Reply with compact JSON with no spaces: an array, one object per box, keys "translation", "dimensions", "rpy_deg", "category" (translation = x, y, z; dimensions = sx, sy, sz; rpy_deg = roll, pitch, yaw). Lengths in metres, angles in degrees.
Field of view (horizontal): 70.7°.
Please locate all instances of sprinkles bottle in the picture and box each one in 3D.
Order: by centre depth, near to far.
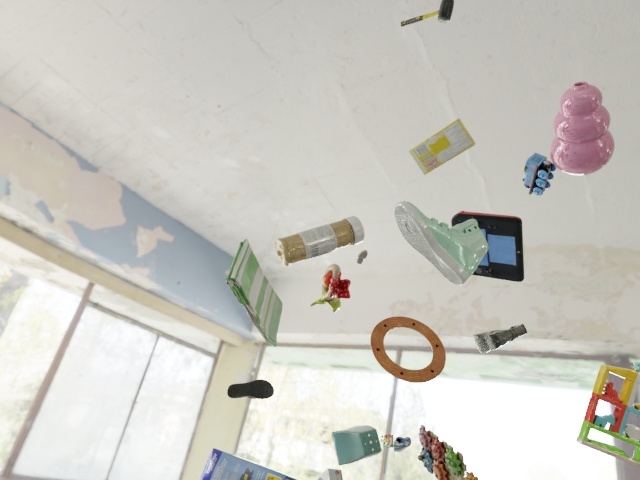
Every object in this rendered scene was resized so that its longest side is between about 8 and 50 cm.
[{"translation":[0.000,0.000,1.827],"dimensions":[0.356,0.121,0.121],"rpy_deg":[-17,-18,-21],"category":"sprinkles bottle"}]

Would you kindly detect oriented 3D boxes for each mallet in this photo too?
[{"translation":[0.315,-0.664,1.356],"dimensions":[0.039,0.062,0.190],"rpy_deg":[12,-7,-39],"category":"mallet"}]

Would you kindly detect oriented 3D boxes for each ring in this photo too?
[{"translation":[0.378,0.471,1.958],"dimensions":[0.337,0.336,0.032],"rpy_deg":[12,-48,0],"category":"ring"}]

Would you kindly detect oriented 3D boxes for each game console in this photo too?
[{"translation":[0.843,0.031,2.279],"dimensions":[0.342,0.060,0.386],"rpy_deg":[12,-49,40],"category":"game console"}]

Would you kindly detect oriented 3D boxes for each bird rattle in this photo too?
[{"translation":[0.043,0.194,1.967],"dimensions":[0.143,0.206,0.253],"rpy_deg":[6,-39,-10],"category":"bird rattle"}]

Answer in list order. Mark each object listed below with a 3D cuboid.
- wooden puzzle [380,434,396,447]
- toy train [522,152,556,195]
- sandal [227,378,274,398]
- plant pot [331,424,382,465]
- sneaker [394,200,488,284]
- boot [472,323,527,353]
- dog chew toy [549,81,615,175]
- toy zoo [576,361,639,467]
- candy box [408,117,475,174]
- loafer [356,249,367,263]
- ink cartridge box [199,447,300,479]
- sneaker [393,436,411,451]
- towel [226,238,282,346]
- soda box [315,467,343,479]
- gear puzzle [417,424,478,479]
[{"translation":[0.278,0.824,1.852],"dimensions":[0.006,0.049,0.083],"rpy_deg":[31,-38,-33],"category":"wooden puzzle"},{"translation":[0.869,-0.260,1.807],"dimensions":[0.105,0.080,0.184],"rpy_deg":[39,-20,33],"category":"toy train"},{"translation":[-0.244,0.533,1.603],"dimensions":[0.180,0.067,0.040],"rpy_deg":[-7,-32,17],"category":"sandal"},{"translation":[0.195,1.029,2.278],"dimensions":[0.166,0.165,0.234],"rpy_deg":[-2,-23,-28],"category":"plant pot"},{"translation":[0.307,-0.028,1.136],"dimensions":[0.256,0.151,0.094],"rpy_deg":[48,-21,-1],"category":"sneaker"},{"translation":[0.746,0.402,1.871],"dimensions":[0.161,0.083,0.246],"rpy_deg":[-19,-11,-7],"category":"boot"},{"translation":[0.929,-0.401,1.610],"dimensions":[0.207,0.206,0.331],"rpy_deg":[-3,-53,29],"category":"dog chew toy"},{"translation":[0.914,0.506,1.361],"dimensions":[0.193,0.292,0.030],"rpy_deg":[21,-5,2],"category":"toy zoo"},{"translation":[0.415,-0.320,1.552],"dimensions":[0.206,0.027,0.105],"rpy_deg":[-30,-81,38],"category":"candy box"},{"translation":[0.223,0.080,2.403],"dimensions":[0.045,0.039,0.125],"rpy_deg":[23,-36,0],"category":"loafer"},{"translation":[-0.222,0.839,1.524],"dimensions":[0.396,0.151,0.270],"rpy_deg":[-2,-37,35],"category":"ink cartridge box"},{"translation":[0.429,1.053,2.359],"dimensions":[0.053,0.059,0.144],"rpy_deg":[-14,-6,40],"category":"sneaker"},{"translation":[-0.216,0.181,1.571],"dimensions":[0.038,0.247,0.324],"rpy_deg":[-18,-59,14],"category":"towel"},{"translation":[0.010,1.007,1.818],"dimensions":[0.069,0.073,0.216],"rpy_deg":[19,-58,-24],"category":"soda box"},{"translation":[0.429,0.776,1.528],"dimensions":[0.044,0.175,0.339],"rpy_deg":[-8,5,-21],"category":"gear puzzle"}]
